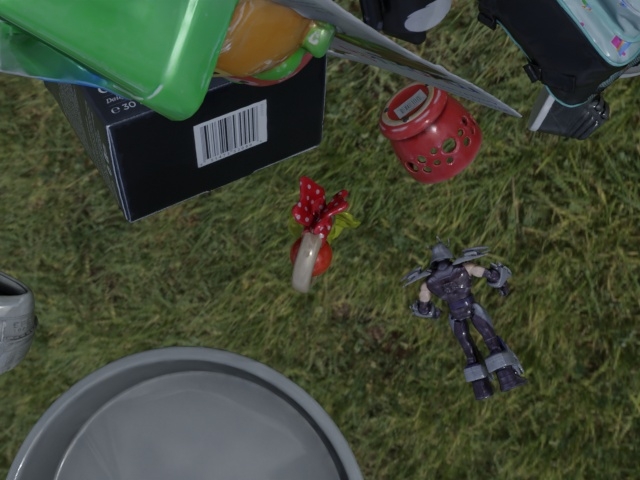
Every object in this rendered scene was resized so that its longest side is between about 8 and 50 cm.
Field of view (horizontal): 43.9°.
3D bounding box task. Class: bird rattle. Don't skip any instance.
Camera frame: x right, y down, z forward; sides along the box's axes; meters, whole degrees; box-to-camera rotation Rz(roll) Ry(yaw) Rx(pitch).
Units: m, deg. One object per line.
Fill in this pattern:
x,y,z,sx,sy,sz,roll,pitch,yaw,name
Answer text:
0.000,0.000,1.473,0.143,0.253,0.206,16,91,-2,bird rattle

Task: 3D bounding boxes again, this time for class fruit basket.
-0.083,-0.152,0.509,0.327,0.353,0.165,28,96,35,fruit basket

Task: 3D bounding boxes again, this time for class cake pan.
-0.104,0.230,0.622,0.293,0.054,0.293,-1,81,5,cake pan

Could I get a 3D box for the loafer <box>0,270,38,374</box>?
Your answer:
-0.430,0.024,0.794,0.320,0.112,0.111,24,116,-2,loafer

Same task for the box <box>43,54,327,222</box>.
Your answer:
-0.310,-0.367,1.710,0.471,0.480,0.297,52,156,31,box

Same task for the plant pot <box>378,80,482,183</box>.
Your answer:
0.235,-0.249,1.754,0.191,0.191,0.174,-23,129,29,plant pot

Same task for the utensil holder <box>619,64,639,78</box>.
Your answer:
0.599,-0.462,1.394,0.328,0.385,0.327,0,98,-3,utensil holder

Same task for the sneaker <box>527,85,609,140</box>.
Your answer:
0.587,-0.344,1.749,0.147,0.104,0.295,18,133,-4,sneaker

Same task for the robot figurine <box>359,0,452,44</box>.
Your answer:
0.153,-0.498,1.476,0.174,0.209,0.278,-10,147,8,robot figurine

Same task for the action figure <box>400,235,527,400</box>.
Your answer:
0.249,0.126,1.357,0.185,0.099,0.284,-25,84,35,action figure

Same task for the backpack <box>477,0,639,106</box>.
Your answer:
0.255,-0.239,0.711,0.166,0.188,0.144,50,148,6,backpack
